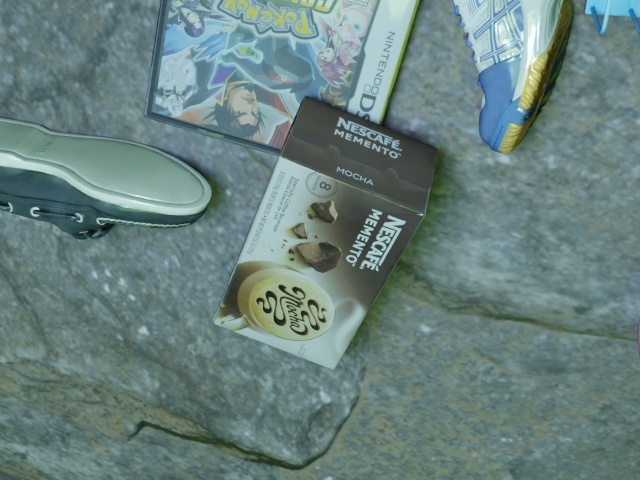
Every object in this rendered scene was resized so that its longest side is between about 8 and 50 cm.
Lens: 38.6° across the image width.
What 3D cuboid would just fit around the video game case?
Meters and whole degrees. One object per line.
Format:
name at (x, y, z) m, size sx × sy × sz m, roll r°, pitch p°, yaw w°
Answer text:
video game case at (-0.048, -0.214, 1.026) m, size 0.275 × 0.035 × 0.248 m, roll 16°, pitch 123°, yaw -1°

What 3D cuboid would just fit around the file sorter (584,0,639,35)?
file sorter at (0.357, -0.260, 0.886) m, size 0.170 × 0.104 × 0.118 m, roll 5°, pitch 122°, yaw 7°

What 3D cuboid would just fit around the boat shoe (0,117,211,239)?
boat shoe at (-0.297, -0.057, 1.114) m, size 0.340 × 0.127 × 0.113 m, roll 11°, pitch 124°, yaw 4°

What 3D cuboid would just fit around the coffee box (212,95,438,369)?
coffee box at (0.000, 0.000, 1.075) m, size 0.168 × 0.118 × 0.297 m, roll 22°, pitch 134°, yaw -5°

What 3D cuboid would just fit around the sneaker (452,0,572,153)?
sneaker at (0.191, -0.237, 0.946) m, size 0.131 × 0.112 × 0.296 m, roll 19°, pitch 123°, yaw 18°

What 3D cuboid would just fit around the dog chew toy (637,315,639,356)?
dog chew toy at (0.539, 0.142, 1.060) m, size 0.332 × 0.206 × 0.206 m, roll 24°, pitch 123°, yaw -16°
